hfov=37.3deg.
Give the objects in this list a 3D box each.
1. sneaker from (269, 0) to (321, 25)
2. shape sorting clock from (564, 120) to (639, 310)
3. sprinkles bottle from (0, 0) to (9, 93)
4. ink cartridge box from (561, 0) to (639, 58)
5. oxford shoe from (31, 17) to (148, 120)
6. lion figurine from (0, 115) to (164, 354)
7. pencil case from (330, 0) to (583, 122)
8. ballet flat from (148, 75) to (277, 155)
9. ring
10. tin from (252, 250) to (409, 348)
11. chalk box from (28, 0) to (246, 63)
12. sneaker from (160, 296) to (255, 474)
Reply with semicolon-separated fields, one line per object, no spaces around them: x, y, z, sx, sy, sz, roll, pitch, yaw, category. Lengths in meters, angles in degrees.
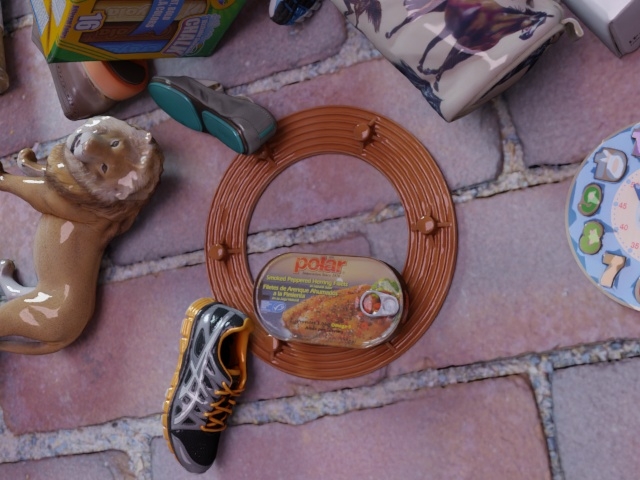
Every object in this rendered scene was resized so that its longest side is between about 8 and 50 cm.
-0.025;-0.357;1.180;0.083;0.071;0.190;24;86;31;sneaker
0.356;-0.026;0.977;0.206;0.040;0.206;-3;83;25;shape sorting clock
-0.529;-0.388;1.380;0.121;0.121;0.355;-13;79;23;sprinkles bottle
0.290;-0.384;0.995;0.226;0.131;0.306;-44;68;14;ink cartridge box
-0.356;-0.338;1.296;0.133;0.130;0.363;-27;73;28;oxford shoe
-0.343;0.014;1.264;0.240;0.142;0.392;19;107;18;lion figurine
0.087;-0.312;1.031;0.183;0.160;0.410;-44;80;18;pencil case
-0.134;-0.169;1.208;0.068;0.072;0.213;-39;48;-23;ballet flat
0.000;0.000;1.145;0.337;0.032;0.336;-3;83;25;ring
0.012;0.067;1.097;0.190;0.040;0.106;4;91;25;tin
-0.199;-0.342;1.166;0.179;0.289;0.180;-41;64;51;chalk box
-0.132;0.179;1.150;0.083;0.084;0.214;7;91;34;sneaker
